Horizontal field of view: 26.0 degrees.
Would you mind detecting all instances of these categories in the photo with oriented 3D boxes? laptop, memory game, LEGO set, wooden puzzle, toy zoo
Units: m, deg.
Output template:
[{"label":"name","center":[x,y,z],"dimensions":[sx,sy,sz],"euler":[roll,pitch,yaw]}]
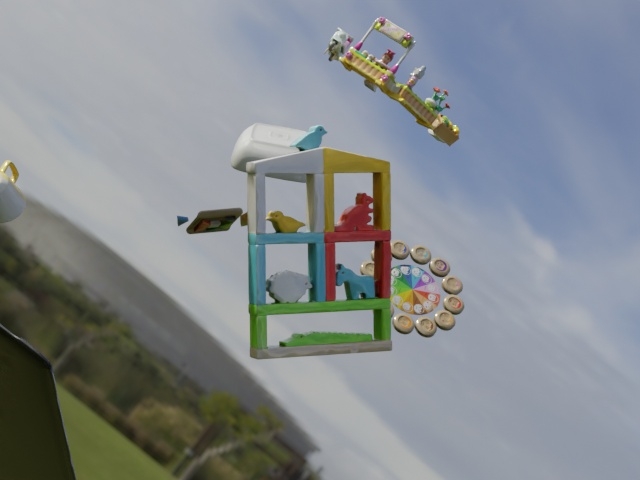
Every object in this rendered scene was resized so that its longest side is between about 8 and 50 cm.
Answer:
[{"label":"laptop","center":[-0.290,0.000,1.154],"dimensions":[0.236,0.408,0.382],"euler":[5,-32,-2]},{"label":"memory game","center":[0.150,0.078,2.255],"dimensions":[0.186,0.186,0.012],"euler":[37,-40,7]},{"label":"LEGO set","center":[0.147,-0.289,2.405],"dimensions":[0.287,0.107,0.132],"euler":[36,-2,0]},{"label":"wooden puzzle","center":[-0.149,-0.026,1.958],"dimensions":[0.078,0.116,0.014],"euler":[121,-41,-66]},{"label":"toy zoo","center":[0.000,0.000,1.766],"dimensions":[0.192,0.293,0.030],"euler":[-1,2,-24]}]

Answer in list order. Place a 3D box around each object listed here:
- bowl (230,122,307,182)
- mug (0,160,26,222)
[{"label":"bowl","center":[-0.071,-0.147,2.251],"dimensions":[0.142,0.053,0.142],"euler":[10,23,0]},{"label":"mug","center":[-0.468,-0.074,2.006],"dimensions":[0.064,0.062,0.078],"euler":[73,-1,-54]}]
